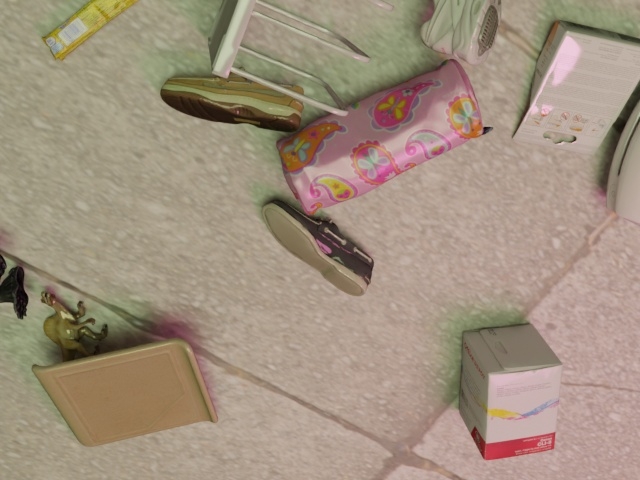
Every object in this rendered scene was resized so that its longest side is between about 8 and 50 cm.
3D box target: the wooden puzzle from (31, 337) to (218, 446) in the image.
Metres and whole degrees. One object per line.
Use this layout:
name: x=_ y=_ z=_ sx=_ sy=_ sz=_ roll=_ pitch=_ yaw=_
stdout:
wooden puzzle: x=-0.296 y=0.236 z=1.093 sx=0.238 sy=0.044 sz=0.221 roll=-9 pitch=134 yaw=-1

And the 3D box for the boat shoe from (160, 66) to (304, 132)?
boat shoe: x=-0.115 y=-0.197 z=0.938 sx=0.189 sy=0.068 sz=0.072 roll=11 pitch=78 yaw=-5

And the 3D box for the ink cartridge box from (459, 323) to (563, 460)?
ink cartridge box: x=0.313 y=0.248 z=1.166 sx=0.127 sy=0.128 sz=0.176 roll=-7 pitch=116 yaw=-6

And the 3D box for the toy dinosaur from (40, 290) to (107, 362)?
toy dinosaur: x=-0.378 y=0.149 z=1.068 sx=0.092 sy=0.053 sz=0.183 roll=3 pitch=115 yaw=6

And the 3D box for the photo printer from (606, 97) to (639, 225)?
photo printer: x=0.593 y=-0.126 z=1.048 sx=0.307 sy=0.107 sz=0.256 roll=10 pitch=113 yaw=-13

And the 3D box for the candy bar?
candy bar: x=-0.285 y=-0.287 z=0.887 sx=0.161 sy=0.018 sz=0.040 roll=-35 pitch=111 yaw=8

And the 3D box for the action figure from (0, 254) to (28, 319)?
action figure: x=-0.559 y=0.084 z=0.952 sx=0.275 sy=0.141 sz=0.164 roll=-15 pitch=128 yaw=-4

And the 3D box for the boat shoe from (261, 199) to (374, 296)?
boat shoe: x=0.000 y=0.000 z=1.054 sx=0.206 sy=0.075 sz=0.065 roll=41 pitch=60 yaw=-17

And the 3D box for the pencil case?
pencil case: x=0.082 y=-0.140 z=0.960 sx=0.284 sy=0.124 sz=0.124 roll=-26 pitch=116 yaw=3

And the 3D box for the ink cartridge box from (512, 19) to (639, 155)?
ink cartridge box: x=0.375 y=-0.218 z=1.020 sx=0.145 sy=0.045 sz=0.179 roll=8 pitch=131 yaw=-13

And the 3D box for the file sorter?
file sorter: x=-0.005 y=-0.317 z=0.823 sx=0.173 sy=0.193 sz=0.278 roll=17 pitch=111 yaw=-19

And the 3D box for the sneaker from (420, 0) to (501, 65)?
sneaker: x=0.188 y=-0.348 z=0.895 sx=0.090 sy=0.115 sz=0.232 roll=18 pitch=93 yaw=-61
